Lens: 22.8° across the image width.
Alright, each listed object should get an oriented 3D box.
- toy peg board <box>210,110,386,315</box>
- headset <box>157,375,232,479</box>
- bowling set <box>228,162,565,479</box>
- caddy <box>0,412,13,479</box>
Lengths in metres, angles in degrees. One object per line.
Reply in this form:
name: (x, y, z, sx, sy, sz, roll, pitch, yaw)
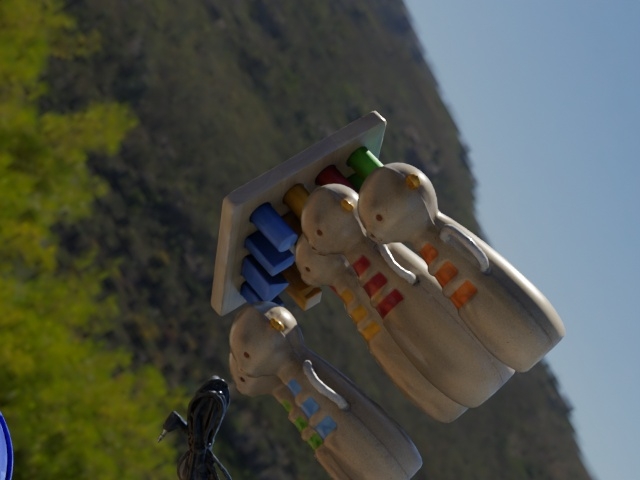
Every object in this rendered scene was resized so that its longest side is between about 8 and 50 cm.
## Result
toy peg board: (0.000, 0.000, 1.318, 0.079, 0.161, 0.161, 46, -29, 23)
headset: (-0.027, 0.270, 1.259, 0.394, 0.243, 0.185, 42, -53, 54)
bowling set: (-0.002, 0.072, 0.880, 0.154, 0.200, 0.287, 47, -15, 7)
caddy: (-0.470, 0.279, 1.699, 0.241, 0.341, 0.179, 19, -21, -4)
